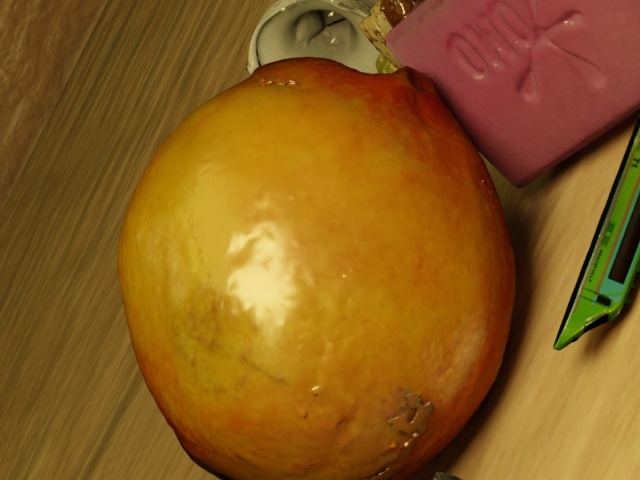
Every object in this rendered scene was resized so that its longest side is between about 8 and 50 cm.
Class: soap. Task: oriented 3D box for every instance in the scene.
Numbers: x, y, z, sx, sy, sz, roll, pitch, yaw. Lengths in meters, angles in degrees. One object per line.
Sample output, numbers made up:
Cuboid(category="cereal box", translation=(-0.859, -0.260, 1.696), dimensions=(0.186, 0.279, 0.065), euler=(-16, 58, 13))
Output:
Cuboid(category="soap", translation=(0.187, -0.169, 1.559), dimensions=(0.081, 0.181, 0.259), euler=(-45, 6, -37))

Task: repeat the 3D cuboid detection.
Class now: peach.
Cuboid(category="peach", translation=(-0.009, 0.025, 1.604), dimensions=(0.372, 0.289, 0.373), euler=(-10, 78, 54))

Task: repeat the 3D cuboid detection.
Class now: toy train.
Cuboid(category="toy train", translation=(0.232, -0.007, 1.459), dimensions=(0.044, 0.042, 0.209), euler=(92, -161, -80))

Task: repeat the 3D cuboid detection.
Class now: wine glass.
Cuboid(category="wine glass", translation=(0.006, -0.243, 2.178), dimensions=(0.165, 0.165, 0.196), euler=(-52, 17, 30))

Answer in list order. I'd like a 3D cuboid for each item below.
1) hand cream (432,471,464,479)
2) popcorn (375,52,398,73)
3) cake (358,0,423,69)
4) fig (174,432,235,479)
Cuboid(category="hand cream", translation=(0.059, 0.292, 1.531), dimensions=(0.234, 0.050, 0.080), euler=(-66, 22, 12))
Cuboid(category="popcorn", translation=(0.092, -0.174, 2.013), dimensions=(0.059, 0.068, 0.083), euler=(-51, -34, -45))
Cuboid(category="cake", translation=(0.139, -0.274, 1.898), dimensions=(0.246, 0.135, 0.112), euler=(-67, 18, -9))
Cuboid(category="fig", translation=(-0.035, 0.121, 1.832), dimensions=(0.245, 0.195, 0.195), euler=(-30, 21, -3))
